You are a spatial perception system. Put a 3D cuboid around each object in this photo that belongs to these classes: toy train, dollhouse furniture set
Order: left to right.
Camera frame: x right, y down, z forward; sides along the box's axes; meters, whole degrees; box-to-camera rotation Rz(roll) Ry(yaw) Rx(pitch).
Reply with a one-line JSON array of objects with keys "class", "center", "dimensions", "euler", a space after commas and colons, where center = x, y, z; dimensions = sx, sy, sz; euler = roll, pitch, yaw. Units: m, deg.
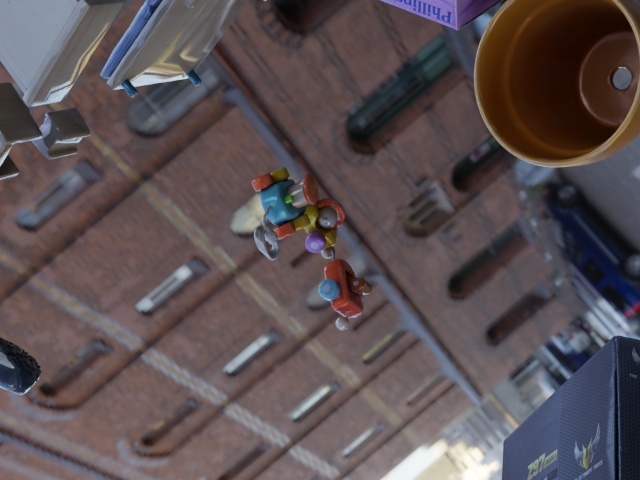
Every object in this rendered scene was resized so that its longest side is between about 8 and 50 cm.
[{"class": "dollhouse furniture set", "center": [-0.235, -0.247, 1.193], "dimensions": [0.198, 0.286, 0.303], "euler": [53, -142, 13]}, {"class": "toy train", "center": [0.000, 0.000, 1.022], "dimensions": [0.166, 0.046, 0.125], "euler": [42, -149, -49]}]

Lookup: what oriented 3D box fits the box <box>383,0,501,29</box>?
[{"class": "box", "center": [0.109, -0.401, 1.312], "dimensions": [0.214, 0.117, 0.243], "euler": [31, 145, 36]}]

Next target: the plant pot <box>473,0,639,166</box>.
[{"class": "plant pot", "center": [0.311, -0.186, 1.296], "dimensions": [0.188, 0.205, 0.205], "euler": [-5, -132, -51]}]

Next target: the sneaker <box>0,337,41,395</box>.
[{"class": "sneaker", "center": [-0.433, 0.143, 1.256], "dimensions": [0.283, 0.122, 0.110], "euler": [11, 161, 28]}]

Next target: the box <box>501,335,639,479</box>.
[{"class": "box", "center": [0.207, 0.206, 0.897], "dimensions": [0.059, 0.183, 0.232], "euler": [15, 148, -8]}]
